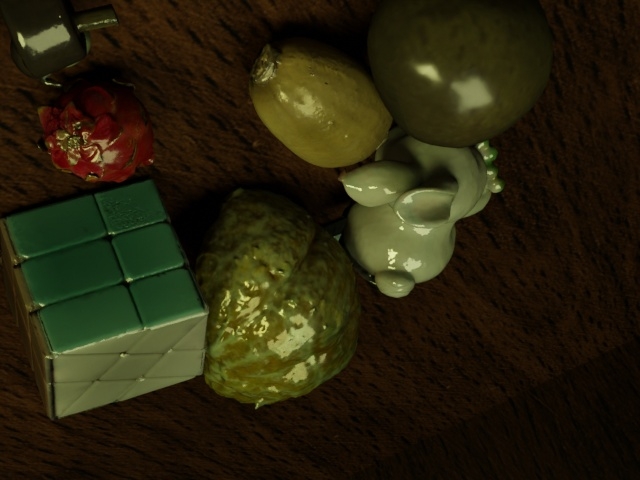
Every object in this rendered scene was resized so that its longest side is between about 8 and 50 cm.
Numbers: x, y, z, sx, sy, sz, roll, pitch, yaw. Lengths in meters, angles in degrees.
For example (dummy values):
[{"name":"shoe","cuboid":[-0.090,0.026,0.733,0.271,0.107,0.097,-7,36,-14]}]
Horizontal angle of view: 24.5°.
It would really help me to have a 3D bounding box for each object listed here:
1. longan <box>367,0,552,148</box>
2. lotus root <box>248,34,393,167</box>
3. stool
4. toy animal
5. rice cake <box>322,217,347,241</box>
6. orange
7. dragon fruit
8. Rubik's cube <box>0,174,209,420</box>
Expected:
[{"name":"longan","cuboid":[0.178,-0.236,1.845,0.246,0.215,0.246,-39,138,-47]},{"name":"lotus root","cuboid":[0.009,-0.173,1.898,0.146,0.130,0.303,-31,154,18]},{"name":"stool","cuboid":[-0.279,-0.234,1.558,0.121,0.125,0.217,-22,164,-7]},{"name":"toy animal","cuboid":[0.137,-0.059,2.151,0.247,0.183,0.310,-49,171,-31]},{"name":"rice cake","cuboid":[0.000,0.000,2.340,0.211,0.034,0.043,-21,146,-3]},{"name":"orange","cuboid":[-0.056,0.108,2.183,0.271,0.210,0.368,-47,147,-23]},{"name":"dragon fruit","cuboid":[-0.261,-0.133,1.767,0.136,0.133,0.166,11,176,37]},{"name":"Rubik's cube","cuboid":[-0.299,0.080,2.019,0.231,0.224,0.221,-16,154,-17]}]
